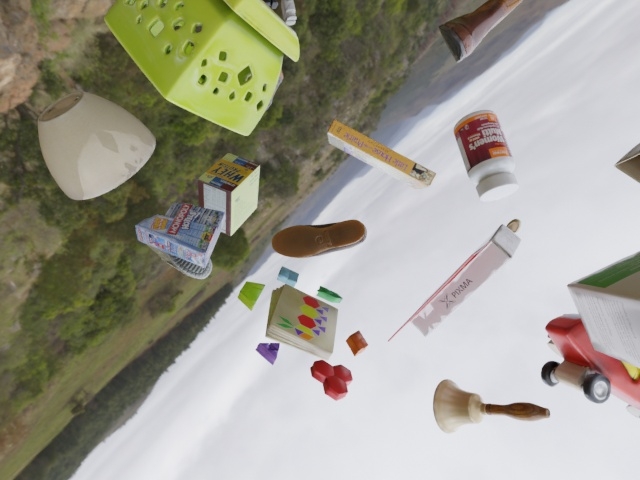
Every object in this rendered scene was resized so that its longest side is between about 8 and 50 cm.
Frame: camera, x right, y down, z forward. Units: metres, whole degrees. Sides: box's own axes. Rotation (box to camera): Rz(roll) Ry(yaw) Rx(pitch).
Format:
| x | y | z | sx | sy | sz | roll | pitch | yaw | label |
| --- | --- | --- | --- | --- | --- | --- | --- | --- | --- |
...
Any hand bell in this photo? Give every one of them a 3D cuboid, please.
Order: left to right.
| x | y | z | sx | sy | sz | roll | pitch | yaw | label |
| --- | --- | --- | --- | --- | --- | --- | --- | --- | --- |
| 0.391 | 0.380 | 0.999 | 0.242 | 0.126 | 0.126 | -17 | -161 | 46 | hand bell |

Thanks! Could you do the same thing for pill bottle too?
| x | y | z | sx | sy | sz | roll | pitch | yaw | label |
| --- | --- | --- | --- | --- | --- | --- | --- | --- | --- |
| 0.443 | -0.224 | 1.185 | 0.121 | 0.221 | 0.121 | -10 | 161 | -4 | pill bottle |

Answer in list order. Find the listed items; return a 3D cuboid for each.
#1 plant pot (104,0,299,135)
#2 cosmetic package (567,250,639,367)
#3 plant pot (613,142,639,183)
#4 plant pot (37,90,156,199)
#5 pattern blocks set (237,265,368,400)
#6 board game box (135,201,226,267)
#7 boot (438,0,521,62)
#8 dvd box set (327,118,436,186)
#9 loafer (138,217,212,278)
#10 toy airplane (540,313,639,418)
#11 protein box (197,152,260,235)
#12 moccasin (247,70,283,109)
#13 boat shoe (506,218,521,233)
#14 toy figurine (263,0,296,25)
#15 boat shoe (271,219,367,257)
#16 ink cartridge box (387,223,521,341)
| x | y | z | sx | sy | sz | roll | pitch | yaw | label |
| --- | --- | --- | --- | --- | --- | --- | --- | --- | --- |
| -0.186 | -0.353 | 0.773 | 0.207 | 0.227 | 0.228 | -45 | 161 | 17 | plant pot |
| 0.606 | 0.120 | 0.703 | 0.196 | 0.155 | 0.365 | -24 | -179 | -3 | cosmetic package |
| 0.734 | -0.180 | 0.955 | 0.096 | 0.109 | 0.109 | -52 | 172 | 1 | plant pot |
| -0.614 | -0.274 | 1.170 | 0.284 | 0.191 | 0.284 | -14 | -135 | 14 | plant pot |
| -0.035 | 0.165 | 0.908 | 0.026 | 0.285 | 0.325 | -62 | 177 | 22 | pattern blocks set |
| -0.368 | -0.034 | 1.167 | 0.194 | 0.194 | 0.060 | -81 | -176 | -46 | board game box |
| 0.423 | -0.533 | 1.026 | 0.280 | 0.096 | 0.264 | -27 | -170 | 26 | boot |
| 0.225 | -0.325 | 1.727 | 0.062 | 0.420 | 0.307 | -62 | 179 | 6 | dvd box set |
| -0.429 | 0.027 | 1.323 | 0.094 | 0.251 | 0.087 | -51 | 178 | -22 | loafer |
| 0.724 | 0.279 | 1.011 | 0.273 | 0.386 | 0.384 | -64 | 148 | -9 | toy airplane |
| -0.330 | -0.168 | 1.608 | 0.200 | 0.135 | 0.201 | -57 | 165 | -46 | protein box |
| -0.230 | -0.518 | 1.465 | 0.139 | 0.147 | 0.380 | -12 | 178 | -17 | moccasin |
| 0.729 | -0.027 | 1.724 | 0.045 | 0.050 | 0.135 | -40 | 160 | -41 | boat shoe |
| -0.202 | -0.817 | 1.530 | 0.209 | 0.148 | 0.213 | -16 | 175 | 31 | toy figurine |
| 0.000 | 0.000 | 0.975 | 0.206 | 0.073 | 0.073 | -6 | 173 | 7 | boat shoe |
| 0.307 | 0.113 | 1.008 | 0.261 | 0.066 | 0.296 | -27 | 157 | -54 | ink cartridge box |
